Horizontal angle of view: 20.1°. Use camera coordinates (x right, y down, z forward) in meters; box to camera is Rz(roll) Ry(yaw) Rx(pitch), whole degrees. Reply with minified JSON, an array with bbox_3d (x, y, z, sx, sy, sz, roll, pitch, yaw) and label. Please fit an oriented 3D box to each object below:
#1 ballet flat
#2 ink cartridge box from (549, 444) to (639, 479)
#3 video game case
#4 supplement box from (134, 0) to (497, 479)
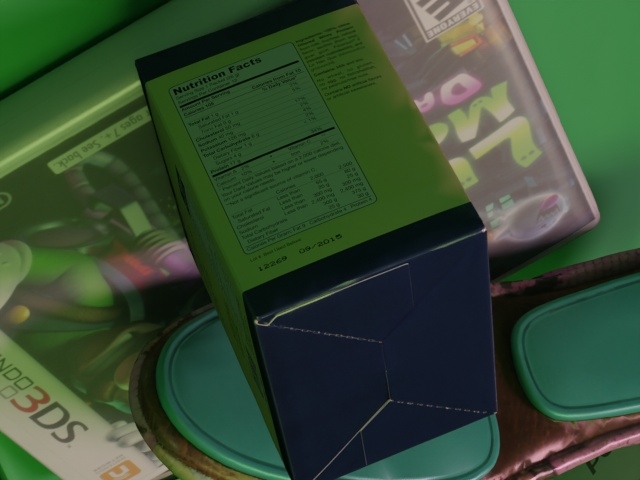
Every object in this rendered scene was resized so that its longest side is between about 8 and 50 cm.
[{"bbox_3d":[0.043,0.047,0.551,0.221,0.077,0.079,-9,162,-24],"label":"ballet flat"},{"bbox_3d":[0.192,0.190,0.718,0.283,0.117,0.207,24,110,-25],"label":"ink cartridge box"},{"bbox_3d":[-0.023,-0.004,0.514,0.190,0.022,0.173,-30,146,4],"label":"video game case"},{"bbox_3d":[0.000,0.000,0.440,0.056,0.083,0.083,-21,145,-8],"label":"supplement box"}]
